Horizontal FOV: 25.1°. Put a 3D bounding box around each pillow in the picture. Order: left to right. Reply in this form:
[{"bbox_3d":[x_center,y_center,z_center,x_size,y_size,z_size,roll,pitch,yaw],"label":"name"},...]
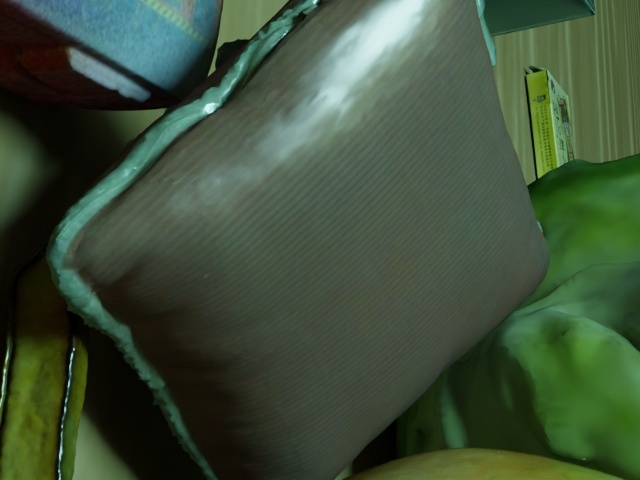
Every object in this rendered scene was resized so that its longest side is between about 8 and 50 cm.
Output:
[{"bbox_3d":[0.000,0.000,0.475,0.171,0.075,0.179,-44,137,-18],"label":"pillow"}]

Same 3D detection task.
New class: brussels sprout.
[{"bbox_3d":[0.226,0.081,0.659,0.314,0.371,0.276,23,76,-31],"label":"brussels sprout"}]

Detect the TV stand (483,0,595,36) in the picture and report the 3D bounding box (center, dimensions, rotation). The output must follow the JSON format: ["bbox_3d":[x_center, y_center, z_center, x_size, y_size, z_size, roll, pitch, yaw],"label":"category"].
[{"bbox_3d":[0.123,-0.284,0.983,0.083,0.088,0.270,26,57,-62],"label":"TV stand"}]

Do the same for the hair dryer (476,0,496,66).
[{"bbox_3d":[0.053,-0.145,0.791,0.229,0.092,0.267,-63,148,-45],"label":"hair dryer"}]

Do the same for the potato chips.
[{"bbox_3d":[-0.077,0.093,0.408,0.037,0.026,0.204,59,26,-71],"label":"potato chips"}]

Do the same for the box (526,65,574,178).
[{"bbox_3d":[0.188,-0.061,1.143,0.073,0.020,0.149,23,59,-64],"label":"box"}]

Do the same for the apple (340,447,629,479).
[{"bbox_3d":[0.053,0.189,0.429,0.253,0.253,0.254,-10,90,-68],"label":"apple"}]

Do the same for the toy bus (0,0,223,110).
[{"bbox_3d":[-0.092,-0.089,0.402,0.192,0.065,0.077,25,69,-64],"label":"toy bus"}]
